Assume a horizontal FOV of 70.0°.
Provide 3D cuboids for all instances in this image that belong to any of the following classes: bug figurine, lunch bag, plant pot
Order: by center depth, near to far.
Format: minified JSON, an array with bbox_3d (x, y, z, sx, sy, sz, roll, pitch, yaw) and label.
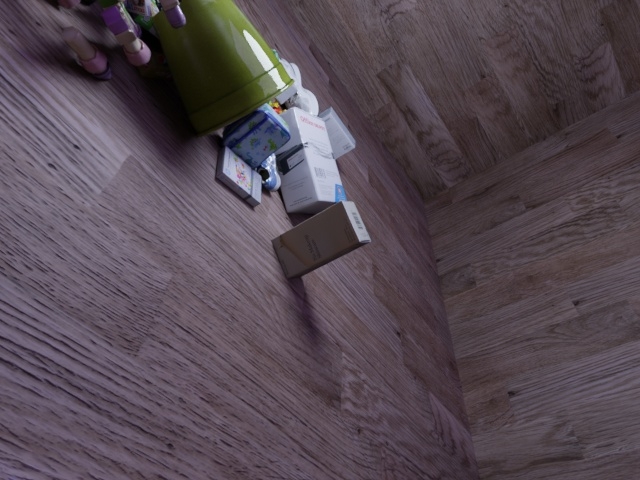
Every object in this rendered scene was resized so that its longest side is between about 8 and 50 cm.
[{"bbox_3d":[-0.324,-0.567,1.418,0.353,0.366,0.367,60,23,-24],"label":"plant pot"},{"bbox_3d":[-0.233,-0.373,1.631,0.176,0.218,0.090,42,25,-39],"label":"lunch bag"},{"bbox_3d":[-0.262,-0.657,2.024,0.279,0.072,0.216,54,13,-7],"label":"bug figurine"}]

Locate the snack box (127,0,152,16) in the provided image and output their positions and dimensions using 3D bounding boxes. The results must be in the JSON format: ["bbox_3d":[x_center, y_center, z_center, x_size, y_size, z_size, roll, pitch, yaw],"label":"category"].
[{"bbox_3d":[-0.557,-0.712,1.356,0.022,0.178,0.064,-30,137,-38],"label":"snack box"}]

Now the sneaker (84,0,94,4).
[{"bbox_3d":[-0.672,-0.793,1.359,0.097,0.084,0.235,43,30,-34],"label":"sneaker"}]

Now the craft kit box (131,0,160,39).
[{"bbox_3d":[-0.532,-0.732,1.541,0.246,0.061,0.250,32,23,-53],"label":"craft kit box"}]

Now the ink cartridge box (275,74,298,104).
[{"bbox_3d":[-0.171,-0.687,2.038,0.056,0.099,0.135,39,20,-49],"label":"ink cartridge box"}]

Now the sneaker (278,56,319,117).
[{"bbox_3d":[-0.184,-0.738,2.226,0.257,0.169,0.448,12,46,-49],"label":"sneaker"}]

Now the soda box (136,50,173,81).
[{"bbox_3d":[-0.508,-0.556,1.467,0.058,0.061,0.181,62,24,-2],"label":"soda box"}]

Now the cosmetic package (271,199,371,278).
[{"bbox_3d":[0.000,0.000,1.596,0.113,0.309,0.160,-2,65,-64],"label":"cosmetic package"}]

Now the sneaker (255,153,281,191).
[{"bbox_3d":[-0.213,-0.291,1.754,0.081,0.080,0.211,12,53,-63],"label":"sneaker"}]

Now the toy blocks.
[{"bbox_3d":[-0.521,-0.605,1.233,0.260,0.308,0.289,80,-14,-78],"label":"toy blocks"}]

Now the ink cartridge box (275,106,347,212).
[{"bbox_3d":[-0.058,-0.321,1.928,0.285,0.166,0.395,-2,76,-64],"label":"ink cartridge box"}]

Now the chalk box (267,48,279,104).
[{"bbox_3d":[-0.238,-0.660,1.793,0.132,0.213,0.132,3,62,-25],"label":"chalk box"}]

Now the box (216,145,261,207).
[{"bbox_3d":[-0.282,-0.223,1.600,0.186,0.038,0.145,40,32,-39],"label":"box"}]

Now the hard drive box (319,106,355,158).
[{"bbox_3d":[0.049,-0.554,2.425,0.232,0.181,0.089,50,27,-27],"label":"hard drive box"}]
